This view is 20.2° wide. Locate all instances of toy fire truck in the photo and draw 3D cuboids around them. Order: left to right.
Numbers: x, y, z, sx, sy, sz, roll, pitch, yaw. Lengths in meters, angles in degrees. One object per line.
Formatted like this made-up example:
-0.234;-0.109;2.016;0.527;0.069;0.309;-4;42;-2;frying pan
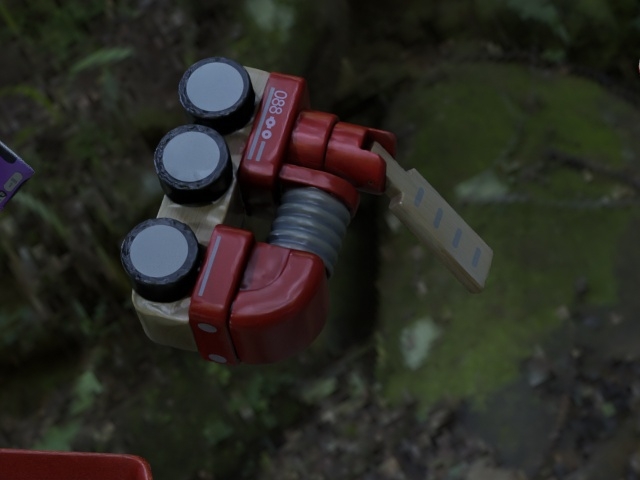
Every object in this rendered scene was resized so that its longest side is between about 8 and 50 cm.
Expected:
0.000;0.000;1.361;0.246;0.158;0.217;12;65;11;toy fire truck

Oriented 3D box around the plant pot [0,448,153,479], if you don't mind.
-0.289;0.361;1.627;0.267;0.235;0.267;4;30;-16;plant pot

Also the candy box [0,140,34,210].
-0.313;-0.020;1.211;0.070;0.165;0.196;40;87;27;candy box
